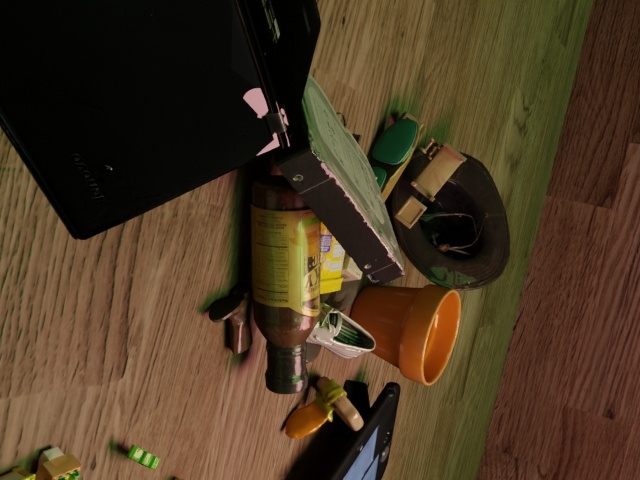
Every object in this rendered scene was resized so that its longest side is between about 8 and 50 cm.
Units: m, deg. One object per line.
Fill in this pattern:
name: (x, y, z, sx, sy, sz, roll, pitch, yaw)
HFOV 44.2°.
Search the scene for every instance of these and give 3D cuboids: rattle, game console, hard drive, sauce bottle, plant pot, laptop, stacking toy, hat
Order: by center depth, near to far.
laptop: (-0.176, -0.276, 0.876, 0.382, 0.236, 0.408, 74, 21, -46)
stacking toy: (-0.255, 0.397, 1.110, 0.167, 0.052, 0.221, -65, 150, -23)
hard drive: (0.019, -0.107, 1.176, 0.339, 0.064, 0.237, 51, 19, -47)
sauce bottle: (-0.054, 0.072, 1.240, 0.111, 0.111, 0.345, -28, 123, -56)
rattle: (0.010, 0.360, 1.577, 0.143, 0.130, 0.200, -55, 175, -15)
plant pot: (0.170, 0.178, 1.657, 0.205, 0.187, 0.205, -39, 136, -50)
game console: (0.062, 0.532, 1.690, 0.386, 0.060, 0.342, -47, 156, -43)
game console: (0.065, 0.374, 1.747, 0.107, 0.071, 0.122, -46, 153, 8)
hat: (0.268, -0.036, 1.762, 0.331, 0.331, 0.134, -61, -169, -26)

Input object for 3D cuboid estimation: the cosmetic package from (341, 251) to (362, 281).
cosmetic package: (0.055, 0.017, 1.469, 0.041, 0.060, 0.115, 35, 60, -34)

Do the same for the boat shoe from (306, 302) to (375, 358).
boat shoe: (0.007, 0.140, 1.368, 0.226, 0.075, 0.083, 28, 59, -39)

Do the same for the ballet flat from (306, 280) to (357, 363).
ballet flat: (-0.001, 0.133, 1.464, 0.084, 0.058, 0.250, 49, 47, -21)

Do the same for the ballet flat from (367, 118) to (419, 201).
ballet flat: (0.123, -0.137, 1.549, 0.232, 0.080, 0.073, -56, 158, -16)

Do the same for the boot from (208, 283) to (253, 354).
boot: (-0.136, 0.139, 1.221, 0.106, 0.037, 0.114, -40, 141, -52)

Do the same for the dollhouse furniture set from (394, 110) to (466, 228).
dollhouse furniture set: (0.180, -0.146, 1.635, 0.182, 0.161, 0.101, -51, 178, 6)

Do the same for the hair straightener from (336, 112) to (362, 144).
hair straightener: (0.036, -0.163, 1.404, 0.230, 0.047, 0.089, 47, 61, -54)

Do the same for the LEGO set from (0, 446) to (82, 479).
LEGO set: (-0.336, 0.264, 0.818, 0.132, 0.107, 0.287, -65, 151, -20)

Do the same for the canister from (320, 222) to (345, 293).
canister: (0.000, 0.000, 1.371, 0.126, 0.073, 0.170, -4, 105, -62)
